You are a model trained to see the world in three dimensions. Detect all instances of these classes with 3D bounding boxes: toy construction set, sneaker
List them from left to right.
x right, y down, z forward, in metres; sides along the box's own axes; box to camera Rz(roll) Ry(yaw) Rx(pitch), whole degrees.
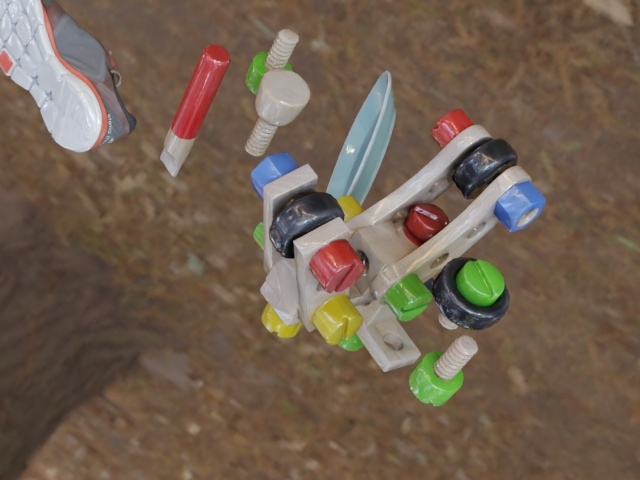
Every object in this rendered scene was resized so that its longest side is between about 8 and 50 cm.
[{"bbox_3d":[-0.184,-0.130,0.977,0.061,0.065,0.158,-39,72,36],"label":"sneaker"},{"bbox_3d":[0.000,0.000,1.129,0.309,0.257,0.237,37,136,4],"label":"toy construction set"}]

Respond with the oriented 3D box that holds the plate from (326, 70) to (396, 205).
[{"bbox_3d":[0.039,-0.079,1.356,0.024,0.188,0.188,23,153,-7],"label":"plate"}]
